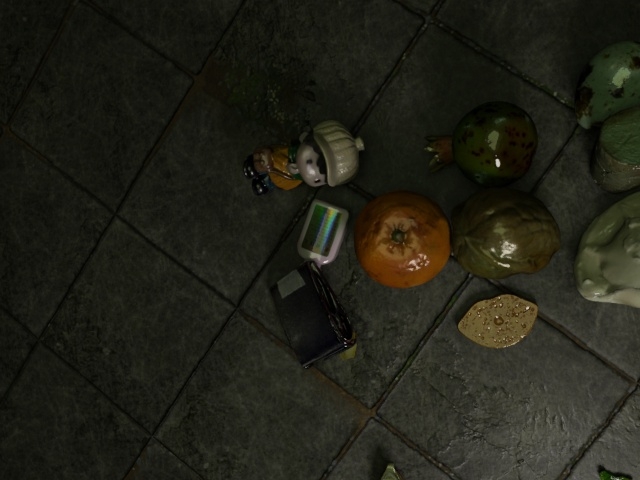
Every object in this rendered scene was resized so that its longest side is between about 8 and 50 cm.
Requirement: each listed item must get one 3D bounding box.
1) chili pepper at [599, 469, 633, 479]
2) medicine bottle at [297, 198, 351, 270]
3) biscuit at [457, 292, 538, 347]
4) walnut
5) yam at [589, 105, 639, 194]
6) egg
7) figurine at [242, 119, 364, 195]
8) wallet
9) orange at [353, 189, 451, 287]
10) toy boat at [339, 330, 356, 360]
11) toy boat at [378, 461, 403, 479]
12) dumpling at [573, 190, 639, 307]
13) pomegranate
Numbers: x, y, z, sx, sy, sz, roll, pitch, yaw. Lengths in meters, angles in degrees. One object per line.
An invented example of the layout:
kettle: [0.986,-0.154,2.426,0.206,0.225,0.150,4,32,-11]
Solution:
chili pepper: [0.766,0.622,1.587,0.091,0.034,0.030,16,62,14]
medicine bottle: [0.000,0.000,1.739,0.115,0.078,0.219,21,96,11]
biscuit: [0.480,0.218,1.648,0.220,0.029,0.142,-21,85,13]
walnut: [0.459,-0.021,1.539,0.282,0.283,0.227,33,128,11]
yam: [0.732,-0.211,1.451,0.167,0.304,0.168,-3,81,19]
egg: [0.721,-0.378,1.509,0.169,0.169,0.231,33,111,11]
figurine: [-0.044,-0.231,1.713,0.332,0.205,0.185,1,135,35]
wallet: [-0.028,0.209,1.716,0.221,0.071,0.262,-37,77,48]
orange: [0.214,-0.003,1.609,0.260,0.261,0.261,0,91,14]
toy boat: [0.055,0.255,1.740,0.065,0.066,0.172,-16,83,-30]
toy boat: [0.197,0.702,1.705,0.089,0.071,0.185,1,90,15]
dumpling: [0.822,0.018,1.502,0.394,0.233,0.316,-19,54,27]
pomegranate: [0.403,-0.240,1.558,0.285,0.231,0.231,-2,90,14]
